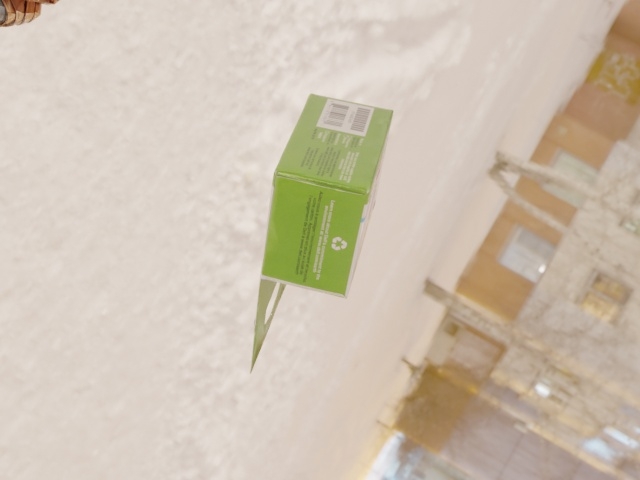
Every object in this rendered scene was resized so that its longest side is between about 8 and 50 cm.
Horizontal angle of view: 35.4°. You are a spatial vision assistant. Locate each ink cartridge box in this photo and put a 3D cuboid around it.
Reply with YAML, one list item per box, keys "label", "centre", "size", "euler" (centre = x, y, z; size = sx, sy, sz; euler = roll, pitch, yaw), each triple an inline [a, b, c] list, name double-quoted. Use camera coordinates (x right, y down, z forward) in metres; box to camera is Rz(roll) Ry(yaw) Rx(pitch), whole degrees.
- label: "ink cartridge box"
  centre: [0.000, 0.000, 1.075]
  size: [0.189, 0.097, 0.255]
  euler: [-71, 171, -56]

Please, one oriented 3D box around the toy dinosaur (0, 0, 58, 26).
- label: "toy dinosaur"
  centre: [-0.311, -0.253, 0.884]
  size: [0.218, 0.322, 0.164]
  euler: [2, 79, -40]
